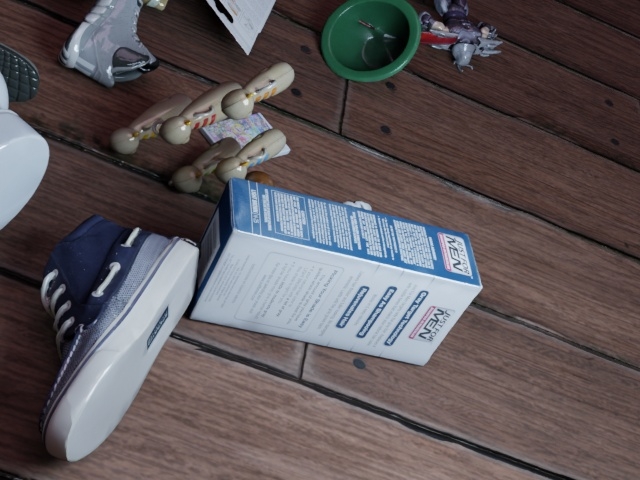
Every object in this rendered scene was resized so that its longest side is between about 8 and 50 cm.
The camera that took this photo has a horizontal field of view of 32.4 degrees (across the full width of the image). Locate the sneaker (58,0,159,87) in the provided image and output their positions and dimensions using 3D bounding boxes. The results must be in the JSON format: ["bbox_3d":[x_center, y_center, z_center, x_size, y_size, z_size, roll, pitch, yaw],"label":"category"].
[{"bbox_3d":[-0.293,-0.323,1.694,0.132,0.086,0.229,34,64,-11],"label":"sneaker"}]

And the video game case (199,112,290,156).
[{"bbox_3d":[-0.116,-0.156,1.700,0.122,0.011,0.087,-18,60,-42],"label":"video game case"}]

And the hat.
[{"bbox_3d":[0.124,-0.334,2.004,0.208,0.183,0.173,4,75,18],"label":"hat"}]

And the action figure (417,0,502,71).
[{"bbox_3d":[0.259,-0.448,2.160,0.185,0.099,0.285,11,59,-32],"label":"action figure"}]

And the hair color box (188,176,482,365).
[{"bbox_3d":[0.016,0.046,1.453,0.347,0.174,0.105,14,42,-20],"label":"hair color box"}]

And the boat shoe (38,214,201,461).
[{"bbox_3d":[-0.274,0.103,1.283,0.158,0.127,0.340,18,39,9],"label":"boat shoe"}]

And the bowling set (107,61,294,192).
[{"bbox_3d":[-0.137,-0.117,1.532,0.154,0.287,0.200,-40,109,-42],"label":"bowling set"}]

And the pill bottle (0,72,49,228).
[{"bbox_3d":[-0.528,-0.182,1.309,0.407,0.229,0.229,40,41,10],"label":"pill bottle"}]

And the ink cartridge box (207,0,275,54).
[{"bbox_3d":[-0.163,-0.425,1.851,0.181,0.056,0.225,51,35,-26],"label":"ink cartridge box"}]

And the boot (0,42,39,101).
[{"bbox_3d":[-0.500,-0.300,1.565,0.246,0.083,0.161,23,35,-12],"label":"boot"}]

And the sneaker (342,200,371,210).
[{"bbox_3d":[0.000,0.000,1.563,0.234,0.078,0.106,-5,50,-37],"label":"sneaker"}]

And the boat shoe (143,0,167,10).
[{"bbox_3d":[-0.266,-0.453,1.878,0.072,0.068,0.190,33,46,-20],"label":"boat shoe"}]
